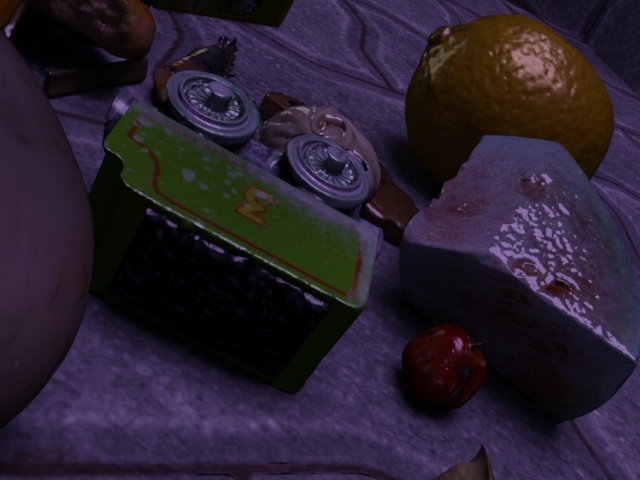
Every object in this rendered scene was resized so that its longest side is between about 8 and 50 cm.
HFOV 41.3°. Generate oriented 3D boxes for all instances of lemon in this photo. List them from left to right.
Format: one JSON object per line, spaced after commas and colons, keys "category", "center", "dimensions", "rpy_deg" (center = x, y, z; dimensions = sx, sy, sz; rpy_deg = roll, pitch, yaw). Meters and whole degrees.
{"category": "lemon", "center": [0.299, -0.196, 1.363], "dimensions": [0.336, 0.336, 0.336], "rpy_deg": [25, 29, -15]}

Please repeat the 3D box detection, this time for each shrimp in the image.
{"category": "shrimp", "center": [-0.131, -0.215, 1.209], "dimensions": [0.169, 0.058, 0.296], "rpy_deg": [38, 31, -7]}

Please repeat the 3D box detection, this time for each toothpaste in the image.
{"category": "toothpaste", "center": [-0.188, -0.454, 1.498], "dimensions": [0.110, 0.077, 0.327], "rpy_deg": [46, 30, 24]}

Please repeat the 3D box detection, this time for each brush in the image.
{"category": "brush", "center": [-0.281, -0.206, 1.055], "dimensions": [0.027, 0.034, 0.190], "rpy_deg": [24, 25, 19]}

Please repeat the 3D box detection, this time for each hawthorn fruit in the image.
{"category": "hawthorn fruit", "center": [0.132, 0.130, 0.886], "dimensions": [0.093, 0.093, 0.093], "rpy_deg": [25, 29, -15]}

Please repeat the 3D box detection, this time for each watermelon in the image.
{"category": "watermelon", "center": [0.207, 0.029, 1.015], "dimensions": [0.258, 0.228, 0.387], "rpy_deg": [7, 46, -26]}

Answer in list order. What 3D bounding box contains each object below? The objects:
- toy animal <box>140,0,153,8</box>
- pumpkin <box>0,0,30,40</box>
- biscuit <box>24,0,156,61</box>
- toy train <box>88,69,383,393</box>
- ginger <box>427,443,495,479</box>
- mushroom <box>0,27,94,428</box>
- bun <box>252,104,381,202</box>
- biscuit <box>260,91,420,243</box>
{"category": "toy animal", "center": [-0.346, -0.467, 1.191], "dimensions": [0.310, 0.251, 0.251], "rpy_deg": [29, 27, -22]}
{"category": "pumpkin", "center": [-0.403, -0.274, 0.789], "dimensions": [0.225, 0.256, 0.303], "rpy_deg": [25, -13, -1]}
{"category": "biscuit", "center": [-0.327, -0.311, 1.036], "dimensions": [0.274, 0.091, 0.213], "rpy_deg": [24, 3, -12]}
{"category": "toy train", "center": [-0.088, -0.017, 0.821], "dimensions": [0.307, 0.173, 0.249], "rpy_deg": [29, 37, -9]}
{"category": "ginger", "center": [0.131, 0.277, 0.645], "dimensions": [0.122, 0.115, 0.193], "rpy_deg": [38, 35, -27]}
{"category": "mushroom", "center": [-0.315, -0.025, 0.513], "dimensions": [0.362, 0.294, 0.362], "rpy_deg": [58, 7, -11]}
{"category": "bun", "center": [-0.010, -0.108, 1.060], "dimensions": [0.183, 0.102, 0.183], "rpy_deg": [5, 45, -5]}
{"category": "biscuit", "center": [0.020, -0.113, 1.210], "dimensions": [0.183, 0.047, 0.320], "rpy_deg": [7, 36, -44]}
